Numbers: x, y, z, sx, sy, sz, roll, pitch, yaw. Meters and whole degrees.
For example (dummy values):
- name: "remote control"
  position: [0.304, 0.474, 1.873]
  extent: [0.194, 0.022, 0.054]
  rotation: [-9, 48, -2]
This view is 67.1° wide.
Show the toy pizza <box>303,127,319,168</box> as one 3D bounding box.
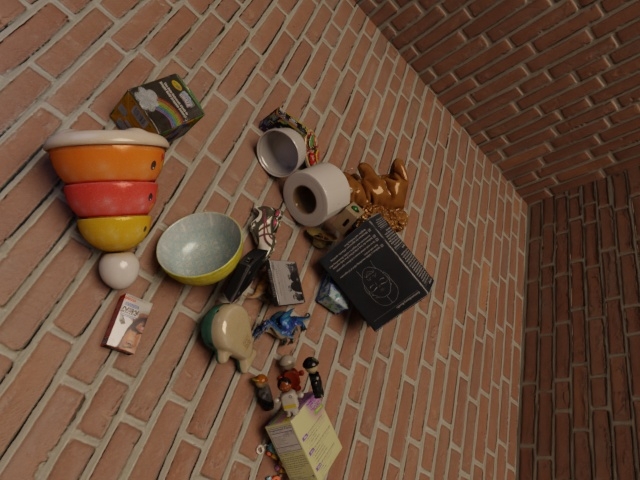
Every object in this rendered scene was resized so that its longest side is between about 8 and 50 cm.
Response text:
- name: "toy pizza"
  position: [-0.038, -0.421, 2.235]
  extent: [0.201, 0.032, 0.201]
  rotation: [-1, 90, -72]

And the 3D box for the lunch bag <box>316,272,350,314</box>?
- name: "lunch bag"
  position: [0.066, 0.223, 2.102]
  extent: [0.129, 0.096, 0.151]
  rotation: [39, 39, -24]

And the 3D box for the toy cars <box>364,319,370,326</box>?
- name: "toy cars"
  position: [0.275, 0.219, 2.300]
  extent: [0.176, 0.087, 0.393]
  rotation: [37, 52, -27]

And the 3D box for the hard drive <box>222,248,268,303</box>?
- name: "hard drive"
  position: [-0.266, 0.116, 1.724]
  extent: [0.054, 0.172, 0.254]
  rotation: [29, 13, 1]

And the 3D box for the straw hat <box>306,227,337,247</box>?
- name: "straw hat"
  position: [0.000, 0.000, 2.144]
  extent: [0.145, 0.144, 0.061]
  rotation: [-2, 117, -44]

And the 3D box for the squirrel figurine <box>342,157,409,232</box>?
- name: "squirrel figurine"
  position: [0.223, -0.178, 2.293]
  extent: [0.371, 0.281, 0.396]
  rotation: [-5, 74, -38]

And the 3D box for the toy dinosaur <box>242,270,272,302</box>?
- name: "toy dinosaur"
  position: [-0.226, 0.192, 1.868]
  extent: [0.112, 0.064, 0.211]
  rotation: [41, 38, -8]

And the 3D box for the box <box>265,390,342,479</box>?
- name: "box"
  position: [-0.055, 0.707, 1.728]
  extent: [0.242, 0.117, 0.213]
  rotation: [66, 27, -2]

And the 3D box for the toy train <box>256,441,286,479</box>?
- name: "toy train"
  position: [-0.158, 0.786, 1.688]
  extent: [0.125, 0.046, 0.166]
  rotation: [-11, 82, -46]

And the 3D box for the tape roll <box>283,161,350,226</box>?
- name: "tape roll"
  position: [-0.017, -0.200, 2.083]
  extent: [0.169, 0.246, 0.246]
  rotation: [-30, 95, -45]

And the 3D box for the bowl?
- name: "bowl"
  position: [-0.396, 0.055, 1.659]
  extent: [0.156, 0.290, 0.289]
  rotation: [84, 23, -49]

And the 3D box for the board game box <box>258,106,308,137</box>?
- name: "board game box"
  position: [-0.164, -0.498, 2.138]
  extent: [0.170, 0.141, 0.048]
  rotation: [32, 52, -30]

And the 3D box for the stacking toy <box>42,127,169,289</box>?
- name: "stacking toy"
  position: [-0.629, -0.089, 1.480]
  extent: [0.351, 0.351, 0.479]
  rotation: [-9, 99, -45]

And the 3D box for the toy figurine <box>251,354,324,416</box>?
- name: "toy figurine"
  position: [-0.113, 0.510, 1.726]
  extent: [0.210, 0.213, 0.148]
  rotation: [-21, 100, -41]

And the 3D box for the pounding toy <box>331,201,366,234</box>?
- name: "pounding toy"
  position: [0.138, -0.095, 2.109]
  extent: [0.100, 0.141, 0.130]
  rotation: [43, 29, 4]

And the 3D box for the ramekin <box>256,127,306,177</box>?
- name: "ramekin"
  position: [-0.158, -0.384, 2.060]
  extent: [0.207, 0.207, 0.109]
  rotation: [58, 36, -9]

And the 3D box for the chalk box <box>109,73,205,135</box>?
- name: "chalk box"
  position: [-0.557, -0.460, 1.728]
  extent: [0.180, 0.179, 0.289]
  rotation: [57, 44, -9]

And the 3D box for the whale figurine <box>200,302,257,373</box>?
- name: "whale figurine"
  position: [-0.317, 0.341, 1.682]
  extent: [0.216, 0.141, 0.272]
  rotation: [-64, 142, -45]

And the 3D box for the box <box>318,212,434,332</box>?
- name: "box"
  position: [0.243, 0.130, 2.066]
  extent: [0.395, 0.293, 0.212]
  rotation: [52, 22, 4]

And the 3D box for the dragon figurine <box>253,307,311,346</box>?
- name: "dragon figurine"
  position: [-0.132, 0.313, 1.877]
  extent: [0.289, 0.085, 0.144]
  rotation: [-38, 101, -44]

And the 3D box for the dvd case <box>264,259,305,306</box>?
- name: "dvd case"
  position: [-0.137, 0.167, 1.907]
  extent: [0.239, 0.030, 0.179]
  rotation: [11, 64, -67]

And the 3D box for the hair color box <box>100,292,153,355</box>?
- name: "hair color box"
  position: [-0.594, 0.258, 1.486]
  extent: [0.093, 0.053, 0.167]
  rotation: [31, 56, -32]

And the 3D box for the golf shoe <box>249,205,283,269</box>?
- name: "golf shoe"
  position: [-0.233, -0.014, 1.927]
  extent: [0.120, 0.105, 0.272]
  rotation: [17, 60, -13]
